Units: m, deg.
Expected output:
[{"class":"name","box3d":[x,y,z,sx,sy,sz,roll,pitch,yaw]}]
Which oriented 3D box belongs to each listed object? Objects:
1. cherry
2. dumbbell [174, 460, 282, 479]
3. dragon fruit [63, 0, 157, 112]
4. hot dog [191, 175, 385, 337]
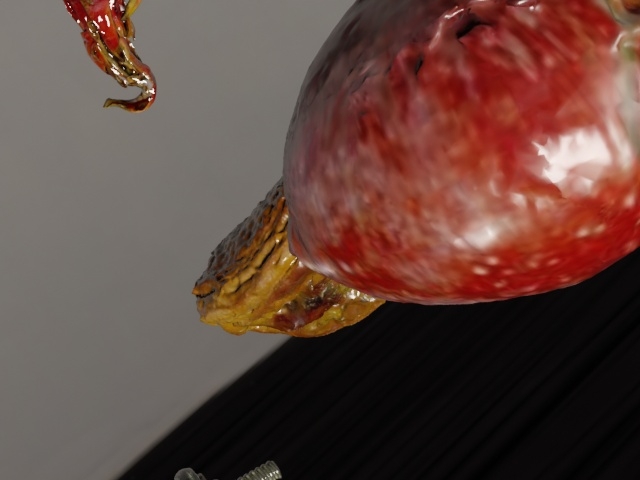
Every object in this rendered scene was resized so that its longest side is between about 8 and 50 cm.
[{"class":"cherry","box3d":[0.075,-0.050,0.592,0.250,0.192,0.175,-32,112,33]},{"class":"dumbbell","box3d":[-0.143,0.245,0.985,0.110,0.254,0.110,51,157,31]},{"class":"dragon fruit","box3d":[-0.135,-0.161,0.732,0.094,0.094,0.190,28,129,46]},{"class":"hot dog","box3d":[0.000,-0.002,0.934,0.099,0.160,0.227,55,128,29]}]
